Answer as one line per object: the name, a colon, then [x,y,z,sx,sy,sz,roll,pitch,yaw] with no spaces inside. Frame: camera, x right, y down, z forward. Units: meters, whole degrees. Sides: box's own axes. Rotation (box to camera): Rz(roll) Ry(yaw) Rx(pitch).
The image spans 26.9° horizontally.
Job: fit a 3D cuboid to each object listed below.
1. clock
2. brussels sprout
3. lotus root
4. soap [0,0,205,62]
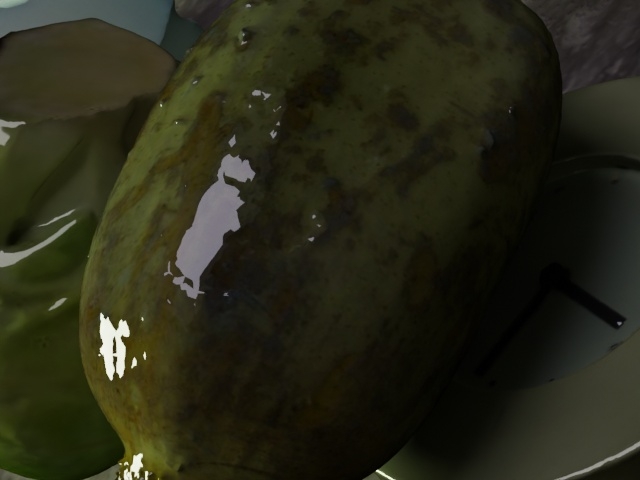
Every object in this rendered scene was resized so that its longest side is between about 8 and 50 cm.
clock: [0.106,0.020,0.592,0.235,0.029,0.235,-27,36,22]
brussels sprout: [-0.137,0.005,0.702,0.244,0.244,0.244,-29,34,22]
lotus root: [0.000,0.000,0.567,0.173,0.173,0.309,-6,50,45]
soap: [-0.206,-0.111,0.960,0.289,0.173,0.095,-2,51,46]
